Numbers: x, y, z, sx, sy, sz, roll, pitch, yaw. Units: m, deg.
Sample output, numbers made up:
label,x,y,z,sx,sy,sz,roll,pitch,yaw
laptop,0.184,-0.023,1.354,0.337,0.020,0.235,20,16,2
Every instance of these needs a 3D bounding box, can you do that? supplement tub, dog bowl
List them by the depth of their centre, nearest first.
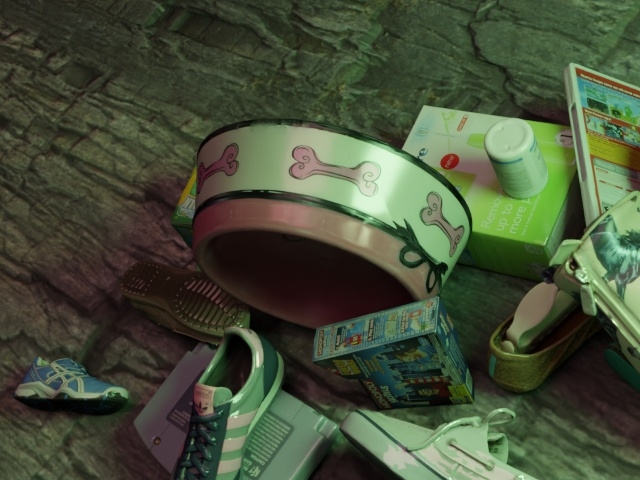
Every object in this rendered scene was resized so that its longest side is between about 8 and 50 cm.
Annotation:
label,x,y,z,sx,sy,sz,roll,pitch,yaw
supplement tub,0.273,-0.114,1.642,0.071,0.107,0.071,-12,54,17
dog bowl,0.000,0.000,1.663,0.408,0.408,0.150,3,63,27

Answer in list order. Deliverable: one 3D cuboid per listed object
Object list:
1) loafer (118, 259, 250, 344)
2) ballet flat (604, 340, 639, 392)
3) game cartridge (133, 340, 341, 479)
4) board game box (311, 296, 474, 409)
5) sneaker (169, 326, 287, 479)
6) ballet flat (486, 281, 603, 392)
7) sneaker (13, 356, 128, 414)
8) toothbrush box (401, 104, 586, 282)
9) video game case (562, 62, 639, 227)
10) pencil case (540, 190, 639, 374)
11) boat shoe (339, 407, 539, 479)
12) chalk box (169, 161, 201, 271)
label,x,y,z,sx,sy,sz,roll,pitch,yaw
loafer,-0.206,0.103,1.885,0.269,0.092,0.102,20,65,38
ballet flat,0.452,0.192,1.543,0.070,0.070,0.188,-36,54,0
game cartridge,-0.134,0.291,1.755,0.297,0.062,0.198,27,77,36
board game box,0.097,0.163,1.642,0.194,0.194,0.060,-6,51,21
sneaker,-0.158,0.267,1.664,0.112,0.131,0.319,7,62,28
ballet flat,0.356,0.066,1.629,0.342,0.124,0.116,-41,52,-5
sneaker,-0.400,0.231,1.900,0.211,0.080,0.081,3,63,25
toothbrush box,0.255,-0.072,1.772,0.283,0.122,0.206,13,64,33
video game case,0.449,-0.112,1.680,0.025,0.204,0.285,-48,34,48
pencil case,0.457,0.136,1.435,0.184,0.160,0.410,-26,67,-32
boat shoe,0.202,0.289,1.546,0.367,0.136,0.156,27,73,33
chalk box,-0.147,-0.038,1.928,0.132,0.132,0.213,5,61,28
